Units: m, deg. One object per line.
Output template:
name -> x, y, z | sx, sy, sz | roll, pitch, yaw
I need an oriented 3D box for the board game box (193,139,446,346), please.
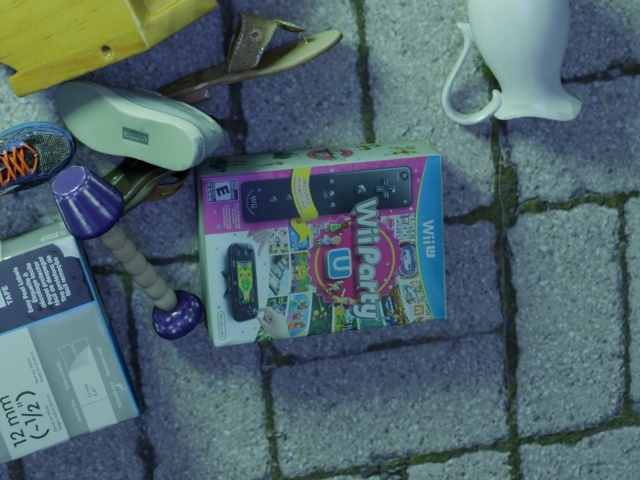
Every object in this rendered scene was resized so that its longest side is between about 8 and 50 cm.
board game box -> 0.000, 0.000, 1.867 | 0.303, 0.097, 0.224 | -6, 105, -11

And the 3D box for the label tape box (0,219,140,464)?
label tape box -> -0.425, 0.149, 1.806 | 0.348, 0.115, 0.249 | -20, 107, -8

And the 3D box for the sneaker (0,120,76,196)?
sneaker -> -0.398, -0.079, 1.767 | 0.221, 0.087, 0.083 | -21, 108, -6

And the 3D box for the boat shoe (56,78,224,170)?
boat shoe -> -0.214, -0.141, 1.761 | 0.081, 0.227, 0.079 | -26, 131, -50

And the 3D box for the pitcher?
pitcher -> 0.229, -0.246, 1.849 | 0.178, 0.125, 0.207 | -11, 118, 7

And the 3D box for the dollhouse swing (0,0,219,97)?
dollhouse swing -> -0.261, -0.414, 1.725 | 0.315, 0.305, 0.347 | -14, 113, 36

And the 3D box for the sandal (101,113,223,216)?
sandal -> -0.204, -0.076, 1.813 | 0.219, 0.090, 0.060 | -41, 131, 8

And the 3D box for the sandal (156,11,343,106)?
sandal -> -0.095, -0.237, 1.791 | 0.240, 0.088, 0.079 | -22, 113, 0

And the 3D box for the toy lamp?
toy lamp -> -0.233, 0.013, 1.777 | 0.080, 0.080, 0.274 | -35, 135, -2
